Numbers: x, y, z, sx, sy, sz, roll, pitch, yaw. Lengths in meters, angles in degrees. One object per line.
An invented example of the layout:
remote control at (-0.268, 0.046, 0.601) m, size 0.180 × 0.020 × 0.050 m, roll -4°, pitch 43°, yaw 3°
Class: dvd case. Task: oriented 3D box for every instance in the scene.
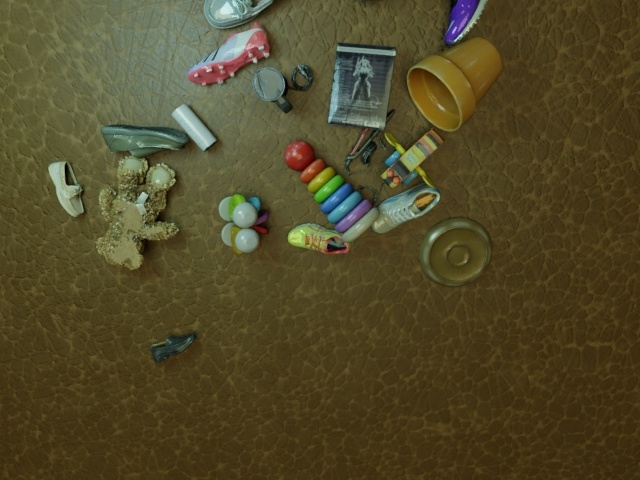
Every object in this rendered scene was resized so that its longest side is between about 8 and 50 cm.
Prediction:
dvd case at (0.114, -0.429, 1.230) m, size 0.164 × 0.018 × 0.221 m, roll 9°, pitch 103°, yaw 11°

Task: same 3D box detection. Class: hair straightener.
hair straightener at (0.151, -0.283, 1.282) m, size 0.089 × 0.047 × 0.230 m, roll 30°, pitch 99°, yaw -9°

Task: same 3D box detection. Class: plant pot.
plant pot at (0.432, 0.043, 1.392) m, size 0.236 × 0.032 × 0.236 m, roll 0°, pitch 106°, yaw 0°
plant pot at (0.369, -0.430, 1.174) m, size 0.188 × 0.205 × 0.205 m, roll -39°, pitch 104°, yaw -5°

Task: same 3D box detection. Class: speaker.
speaker at (-0.363, -0.325, 1.267) m, size 0.055 × 0.055 × 0.136 m, roll -38°, pitch 103°, yaw 11°

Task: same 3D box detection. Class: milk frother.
milk frother at (-0.099, -0.432, 1.193) m, size 0.129 × 0.135 × 0.143 m, roll 34°, pitch 104°, yaw -10°

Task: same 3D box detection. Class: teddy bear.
teddy bear at (-0.551, -0.087, 1.326) m, size 0.245 × 0.113 × 0.338 m, roll 1°, pitch 99°, yaw -8°

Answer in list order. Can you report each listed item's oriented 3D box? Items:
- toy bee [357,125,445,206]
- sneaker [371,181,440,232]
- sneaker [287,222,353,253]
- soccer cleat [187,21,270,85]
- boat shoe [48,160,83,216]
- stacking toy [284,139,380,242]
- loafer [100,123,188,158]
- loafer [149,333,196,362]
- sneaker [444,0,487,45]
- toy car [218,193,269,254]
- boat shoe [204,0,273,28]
toy bee at (0.239, -0.198, 1.244) m, size 0.195 × 0.162 × 0.298 m, roll 26°, pitch 101°, yaw 2°
sneaker at (0.251, -0.095, 1.319) m, size 0.228 × 0.092 × 0.087 m, roll -34°, pitch 106°, yaw 11°
sneaker at (0.000, 0.000, 1.346) m, size 0.208 × 0.094 × 0.081 m, roll 4°, pitch 109°, yaw 0°
soccer cleat at (-0.256, -0.509, 1.210) m, size 0.248 × 0.083 × 0.095 m, roll -21°, pitch 76°, yaw 11°
boat shoe at (-0.749, -0.155, 1.315) m, size 0.059 × 0.063 × 0.170 m, roll -15°, pitch 106°, yaw 11°
stacking toy at (0.019, -0.153, 1.284) m, size 0.141 × 0.141 × 0.330 m, roll -42°, pitch 91°, yaw 12°
loafer at (-0.502, -0.282, 1.269) m, size 0.251 × 0.094 × 0.087 m, roll 7°, pitch 112°, yaw 7°
loafer at (-0.496, 0.349, 1.471) m, size 0.170 × 0.062 × 0.061 m, roll -28°, pitch 100°, yaw 7°
sneaker at (0.372, -0.668, 1.148) m, size 0.146 × 0.102 × 0.293 m, roll 25°, pitch 101°, yaw -3°
toy car at (-0.217, -0.053, 1.318) m, size 0.136 × 0.159 × 0.182 m, roll -13°, pitch 110°, yaw -32°
boat shoe at (-0.163, -0.661, 1.140) m, size 0.320 × 0.103 × 0.118 m, roll -23°, pitch 106°, yaw 6°
